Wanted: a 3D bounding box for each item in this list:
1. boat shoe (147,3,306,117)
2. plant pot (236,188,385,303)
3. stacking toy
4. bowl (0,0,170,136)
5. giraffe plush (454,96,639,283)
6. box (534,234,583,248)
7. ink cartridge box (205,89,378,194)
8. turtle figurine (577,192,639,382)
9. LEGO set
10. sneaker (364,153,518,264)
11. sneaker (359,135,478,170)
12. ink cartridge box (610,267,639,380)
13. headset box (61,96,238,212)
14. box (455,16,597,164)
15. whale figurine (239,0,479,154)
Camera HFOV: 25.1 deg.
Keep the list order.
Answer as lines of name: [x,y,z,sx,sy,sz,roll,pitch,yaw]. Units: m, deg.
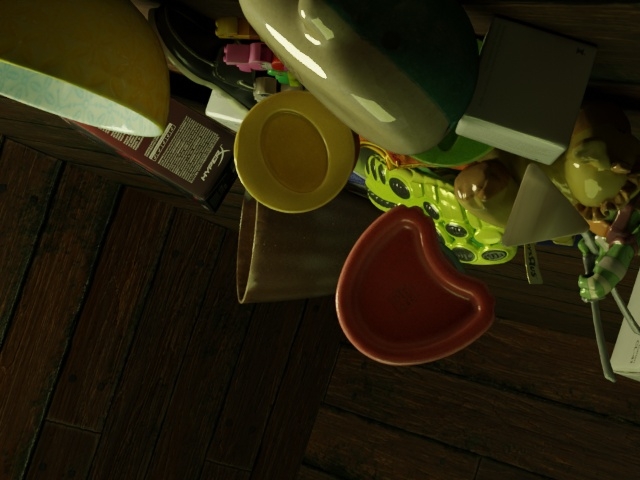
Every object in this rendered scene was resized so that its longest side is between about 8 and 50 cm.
boat shoe: [-0.111,-0.219,1.702,0.079,0.084,0.233,-30,139,27]
plant pot: [0.000,0.000,2.197,0.230,0.215,0.215,6,176,-9]
stacking toy: [0.098,-0.047,1.449,0.309,0.279,0.130,60,-172,4]
bowl: [-0.286,-0.234,1.583,0.289,0.156,0.289,18,174,2]
giraffe plush: [0.252,-0.078,1.467,0.181,0.210,0.170,-18,175,-43]
box: [0.313,-0.021,2.068,0.136,0.036,0.225,20,-168,41]
ink cartridge box: [-0.009,-0.142,2.074,0.165,0.065,0.333,15,172,30]
turtle figurine: [0.308,0.012,1.721,0.266,0.198,0.274,34,135,11]
LEGO set: [-0.067,-0.206,1.507,0.093,0.087,0.227,2,173,2]
sneaker: [0.176,-0.065,1.946,0.123,0.109,0.295,-23,-144,-24]
sneaker: [0.122,-0.116,1.898,0.175,0.067,0.064,16,172,6]
ink cartridge box: [0.584,0.125,1.979,0.306,0.226,0.131,20,173,-7]
headset box: [-0.261,-0.167,2.141,0.293,0.110,0.218,31,176,1]
box: [0.188,-0.137,1.323,0.102,0.101,0.087,18,174,1]
whale figurine: [0.024,-0.199,1.265,0.272,0.141,0.216,42,179,12]
